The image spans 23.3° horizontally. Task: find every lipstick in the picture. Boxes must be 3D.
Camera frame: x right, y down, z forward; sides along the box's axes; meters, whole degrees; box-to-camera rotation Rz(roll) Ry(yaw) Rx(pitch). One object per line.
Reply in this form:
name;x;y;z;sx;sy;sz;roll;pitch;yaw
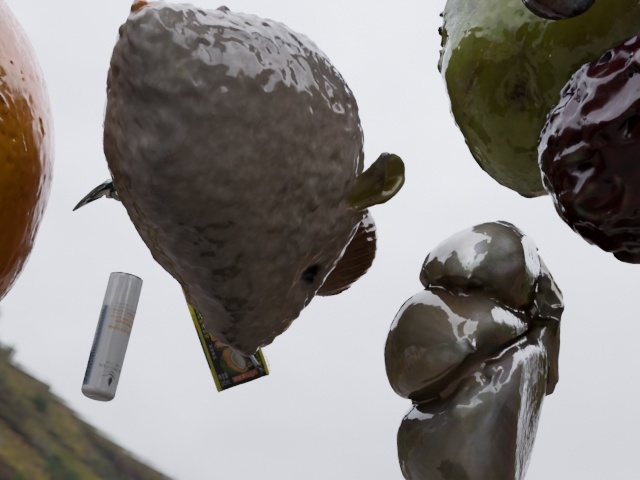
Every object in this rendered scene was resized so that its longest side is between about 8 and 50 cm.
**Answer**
lipstick;-0.229;0.106;1.705;0.040;0.141;0.040;11;-19;4

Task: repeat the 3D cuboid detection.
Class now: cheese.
cheese;-0.205;-0.059;1.621;0.067;0.120;0.026;-38;-99;35

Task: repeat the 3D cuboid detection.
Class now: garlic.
garlic;0.143;0.121;1.447;0.132;0.279;0.325;-1;6;24

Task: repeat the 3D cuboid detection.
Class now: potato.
potato;0.289;-0.200;1.703;0.330;0.280;0.213;47;-16;-3

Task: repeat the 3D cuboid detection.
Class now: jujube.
jujube;0.386;-0.107;1.422;0.376;0.258;0.258;-31;-55;22

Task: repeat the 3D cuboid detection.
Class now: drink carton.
drink carton;-0.121;0.098;1.920;0.056;0.071;0.166;177;-108;-88

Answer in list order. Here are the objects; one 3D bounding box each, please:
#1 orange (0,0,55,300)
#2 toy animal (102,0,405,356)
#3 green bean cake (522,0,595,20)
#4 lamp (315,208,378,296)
orange;-0.431;-0.079;1.361;0.424;0.424;0.326;39;-12;-23
toy animal;-0.072;-0.081;1.378;0.188;0.226;0.358;35;-24;43
green bean cake;0.243;-0.340;1.476;0.198;0.233;0.097;42;4;-5
lamp;0.000;0.000;1.779;0.136;0.136;0.136;21;-26;11
